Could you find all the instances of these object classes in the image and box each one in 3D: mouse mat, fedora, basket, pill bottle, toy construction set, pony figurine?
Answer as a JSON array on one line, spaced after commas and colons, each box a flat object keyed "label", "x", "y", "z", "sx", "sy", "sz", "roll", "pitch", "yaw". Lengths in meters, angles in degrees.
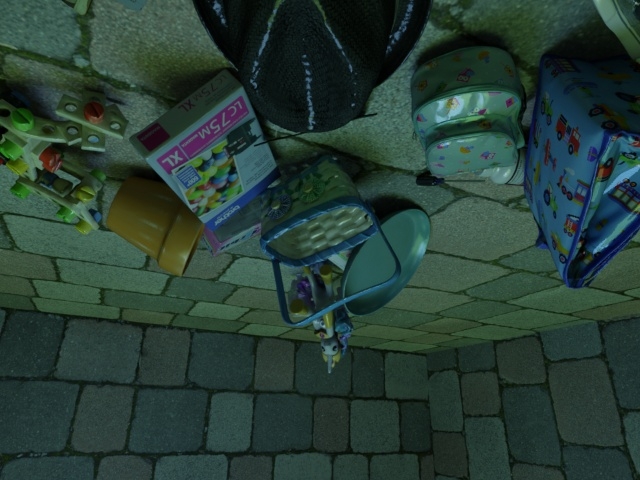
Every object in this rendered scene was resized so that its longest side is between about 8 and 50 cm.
[{"label": "mouse mat", "x": -0.010, "y": -0.178, "z": 0.689, "sx": 0.189, "sy": 0.007, "sz": 0.153, "roll": -13, "pitch": -166, "yaw": 1}, {"label": "fedora", "x": -0.012, "y": -0.242, "z": 0.514, "sx": 0.333, "sy": 0.153, "sz": 0.334, "roll": 1, "pitch": 157, "yaw": 0}, {"label": "basket", "x": 0.000, "y": 0.000, "z": 0.865, "sx": 0.254, "sy": 0.289, "sz": 0.201, "roll": -28, "pitch": 156, "yaw": 16}, {"label": "pill bottle", "x": 0.370, "y": -0.146, "z": 0.802, "sx": 0.151, "sy": 0.086, "sz": 0.086, "roll": 5, "pitch": 157, "yaw": -6}, {"label": "toy construction set", "x": -0.473, "y": -0.147, "z": 0.771, "sx": 0.215, "sy": 0.151, "sz": 0.327, "roll": 37, "pitch": 138, "yaw": -15}, {"label": "pony figurine", "x": 0.008, "y": 0.199, "z": 1.390, "sx": 0.302, "sy": 0.351, "sz": 0.364, "roll": -7, "pitch": 137, "yaw": 10}]

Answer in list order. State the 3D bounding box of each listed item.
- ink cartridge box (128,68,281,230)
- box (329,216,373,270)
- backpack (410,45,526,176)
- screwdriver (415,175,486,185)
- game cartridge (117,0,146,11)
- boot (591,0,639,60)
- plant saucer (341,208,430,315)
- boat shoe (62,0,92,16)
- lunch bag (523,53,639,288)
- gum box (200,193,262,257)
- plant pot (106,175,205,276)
[{"label": "ink cartridge box", "x": -0.177, "y": -0.132, "z": 0.776, "sx": 0.185, "sy": 0.065, "sz": 0.311, "roll": -40, "pitch": 159, "yaw": -9}, {"label": "box", "x": 0.096, "y": 0.015, "z": 1.163, "sx": 0.103, "sy": 0.114, "sz": 0.203, "roll": -10, "pitch": 153, "yaw": 25}, {"label": "backpack", "x": 0.219, "y": -0.188, "z": 0.646, "sx": 0.165, "sy": 0.145, "sz": 0.188, "roll": -4, "pitch": 154, "yaw": 26}, {"label": "screwdriver", "x": 0.263, "y": -0.123, "z": 0.873, "sx": 0.169, "sy": 0.025, "sz": 0.024, "roll": 6, "pitch": 127, "yaw": 51}, {"label": "game cartridge", "x": -0.230, "y": -0.321, "z": 0.518, "sx": 0.055, "sy": 0.017, "sz": 0.083, "roll": 16, "pitch": 153, "yaw": -38}, {"label": "boot", "x": 0.376, "y": -0.290, "z": 0.501, "sx": 0.189, "sy": 0.069, "sz": 0.086, "roll": 10, "pitch": 150, "yaw": -39}, {"label": "plant saucer", "x": 0.163, "y": 0.053, "z": 1.106, "sx": 0.043, "sy": 0.318, "sz": 0.317, "roll": 37, "pitch": 179, "yaw": 35}, {"label": "boat shoe", "x": -0.273, "y": -0.315, "z": 0.481, "sx": 0.049, "sy": 0.056, "sz": 0.152, "roll": 11, "pitch": 156, "yaw": -34}, {"label": "lunch bag", "x": 0.381, "y": -0.089, "z": 0.642, "sx": 0.137, "sy": 0.221, "sz": 0.294, "roll": 1, "pitch": 134, "yaw": 1}, {"label": "gum box", "x": -0.177, "y": -0.041, "z": 1.004, "sx": 0.188, "sy": 0.062, "sz": 0.107, "roll": -30, "pitch": 173, "yaw": -28}, {"label": "plant pot", "x": -0.360, "y": -0.048, "z": 0.967, "sx": 0.187, "sy": 0.205, "sz": 0.205, "roll": 24, "pitch": 152, "yaw": -12}]
